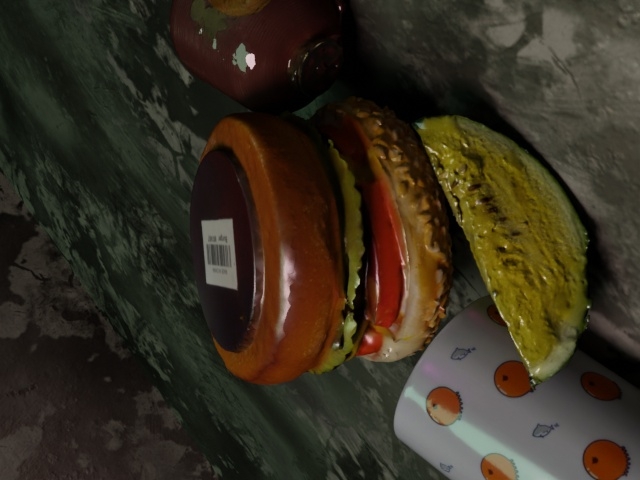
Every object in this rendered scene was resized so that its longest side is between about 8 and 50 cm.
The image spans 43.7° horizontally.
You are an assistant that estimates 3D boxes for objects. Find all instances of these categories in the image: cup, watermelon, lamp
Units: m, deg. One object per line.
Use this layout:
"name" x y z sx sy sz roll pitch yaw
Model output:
"cup" 0.268 0.230 0.886 0.317 0.212 0.212 34 143 32
"watermelon" 0.198 0.001 0.843 0.123 0.129 0.301 -37 72 56
"lamp" -0.078 -0.259 0.973 0.258 0.180 0.180 37 145 33

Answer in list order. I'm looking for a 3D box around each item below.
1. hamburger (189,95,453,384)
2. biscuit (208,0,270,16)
"hamburger" 0.000 0.000 0.931 0.330 0.250 0.330 20 112 62
"biscuit" -0.068 -0.446 0.790 0.283 0.064 0.432 25 121 44
